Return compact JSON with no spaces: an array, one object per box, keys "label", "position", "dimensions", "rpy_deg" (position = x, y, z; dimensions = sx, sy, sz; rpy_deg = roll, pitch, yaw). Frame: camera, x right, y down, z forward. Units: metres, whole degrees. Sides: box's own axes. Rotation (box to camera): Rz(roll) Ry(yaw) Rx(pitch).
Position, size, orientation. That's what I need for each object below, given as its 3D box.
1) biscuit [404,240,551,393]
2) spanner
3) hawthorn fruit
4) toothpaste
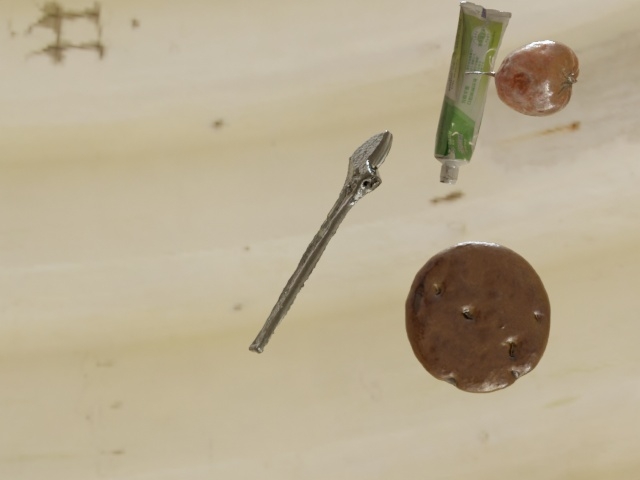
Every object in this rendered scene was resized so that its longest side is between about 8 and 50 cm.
[{"label":"biscuit","position":[0.219,0.105,1.753],"dimensions":[0.036,0.212,0.212],"rpy_deg":[50,43,-86]},{"label":"spanner","position":[0.000,0.000,1.574],"dimensions":[0.325,0.026,0.093],"rpy_deg":[-58,-159,-4]},{"label":"hawthorn fruit","position":[0.169,-0.143,1.085],"dimensions":[0.103,0.067,0.067],"rpy_deg":[14,-80,26]},{"label":"toothpaste","position":[0.200,-0.199,1.730],"dimensions":[0.047,0.078,0.248],"rpy_deg":[-141,-118,-75]}]
